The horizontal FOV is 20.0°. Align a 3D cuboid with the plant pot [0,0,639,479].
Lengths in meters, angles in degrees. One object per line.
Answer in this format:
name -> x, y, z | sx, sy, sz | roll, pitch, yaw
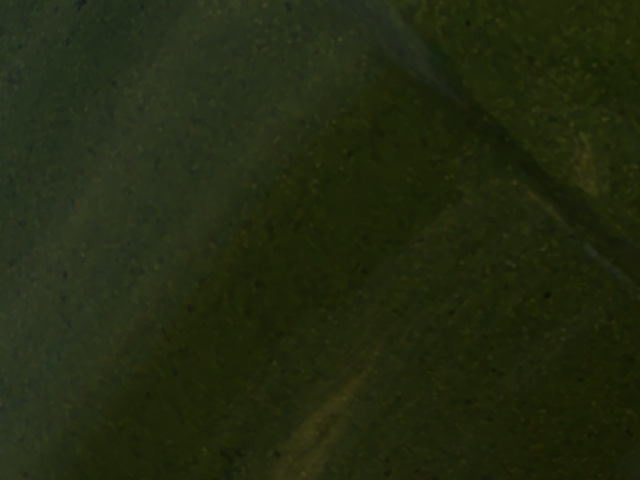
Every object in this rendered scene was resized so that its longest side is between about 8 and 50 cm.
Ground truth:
plant pot -> -0.010, 0.027, 0.542 | 0.353, 0.366, 0.366 | -47, -30, 12
